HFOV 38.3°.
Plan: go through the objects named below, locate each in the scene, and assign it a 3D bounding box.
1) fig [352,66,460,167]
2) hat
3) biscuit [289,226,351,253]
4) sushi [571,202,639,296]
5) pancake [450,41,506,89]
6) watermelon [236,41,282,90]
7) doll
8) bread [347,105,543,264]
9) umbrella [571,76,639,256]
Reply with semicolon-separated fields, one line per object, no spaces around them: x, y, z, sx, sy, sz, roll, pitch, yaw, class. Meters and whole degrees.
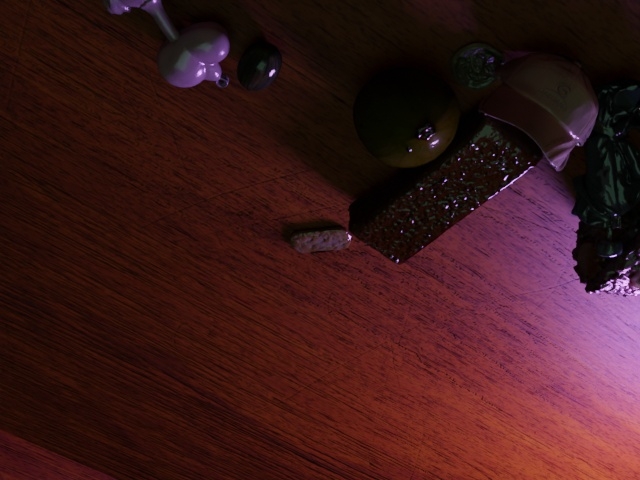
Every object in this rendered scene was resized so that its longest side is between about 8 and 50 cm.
0.164;-0.225;1.745;0.203;0.225;0.203;-2;113;-4;fig
0.403;-0.253;1.649;0.219;0.226;0.164;39;112;4;hat
0.000;0.000;2.130;0.147;0.018;0.071;-5;132;14;biscuit
0.657;0.006;1.914;0.171;0.236;0.270;15;132;-20;sushi
0.300;-0.333;1.761;0.108;0.017;0.108;1;133;1;pancake
-0.119;-0.332;1.769;0.078;0.078;0.110;26;134;-18;watermelon
-0.288;-0.413;1.695;0.160;0.094;0.365;-27;128;20;doll
0.251;-0.115;1.919;0.165;0.113;0.416;33;128;-26;bread
0.560;-0.140;1.784;0.143;0.094;0.348;5;108;37;umbrella
